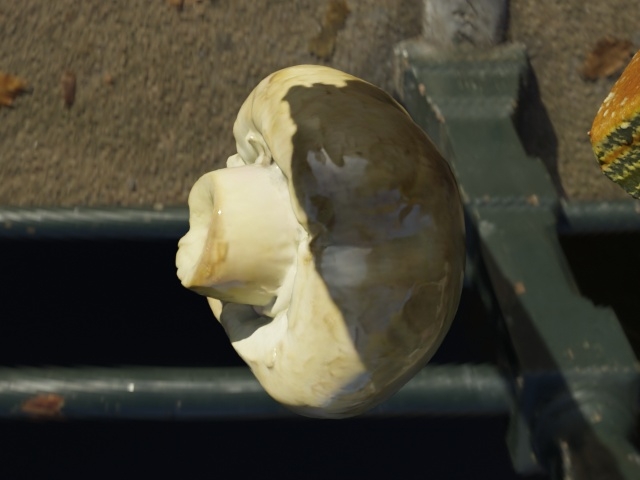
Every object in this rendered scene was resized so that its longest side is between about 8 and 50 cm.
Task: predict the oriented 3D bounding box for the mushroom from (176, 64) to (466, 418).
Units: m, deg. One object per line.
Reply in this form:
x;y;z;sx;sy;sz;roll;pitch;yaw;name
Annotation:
0.000;0.000;0.625;0.112;0.148;0.148;11;116;-23;mushroom

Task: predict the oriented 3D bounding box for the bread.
0.367;-0.171;1.445;0.110;0.234;0.184;40;151;-8;bread
